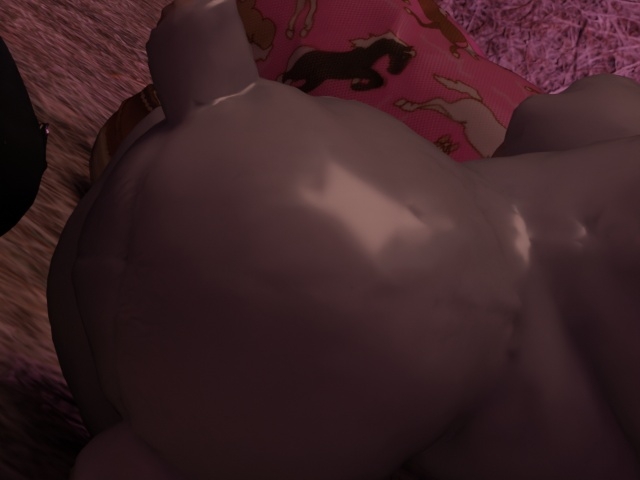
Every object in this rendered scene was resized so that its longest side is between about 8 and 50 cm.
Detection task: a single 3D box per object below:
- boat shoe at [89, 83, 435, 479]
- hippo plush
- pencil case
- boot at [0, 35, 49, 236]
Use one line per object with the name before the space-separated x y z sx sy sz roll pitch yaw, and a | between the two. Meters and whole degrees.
boat shoe | 0.000 0.000 0.811 0.123 0.116 0.324 30 9 -41
hippo plush | 0.040 0.054 0.515 0.236 0.234 0.294 2 0 -20
pencil case | 0.088 -0.023 0.955 0.386 0.167 0.160 43 -19 34
boot | -0.132 -0.033 0.479 0.246 0.094 0.207 33 9 26
